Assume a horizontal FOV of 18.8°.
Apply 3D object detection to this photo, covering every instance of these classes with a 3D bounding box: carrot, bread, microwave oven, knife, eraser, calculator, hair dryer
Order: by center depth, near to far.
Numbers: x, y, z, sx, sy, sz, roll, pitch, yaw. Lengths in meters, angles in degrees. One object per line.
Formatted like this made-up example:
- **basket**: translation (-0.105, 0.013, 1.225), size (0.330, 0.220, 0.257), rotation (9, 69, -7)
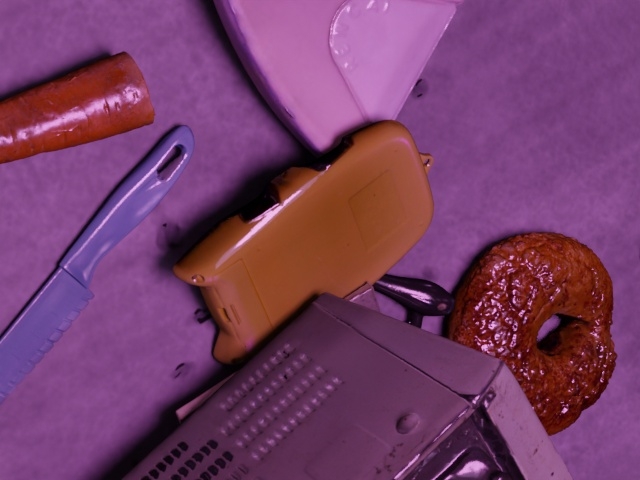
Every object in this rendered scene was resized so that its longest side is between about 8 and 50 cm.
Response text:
- **carrot**: translation (-0.229, -0.082, 1.425), size (0.210, 0.061, 0.061), rotation (-20, 111, -20)
- **knife**: translation (-0.195, 0.037, 1.493), size (0.313, 0.019, 0.044), rotation (-51, 122, -8)
- **eraser**: translation (-0.003, -0.183, 1.517), size (0.243, 0.059, 0.204), rotation (32, 88, -37)
- **microwave oven**: translation (0.062, 0.291, 1.528), size (0.333, 0.247, 0.394), rotation (-43, 127, -15)
- **calculator**: translation (0.000, 0.000, 1.550), size (0.236, 0.033, 0.157), rotation (-36, 136, -13)
- **hair dryer**: translation (0.067, 0.069, 1.641), size (0.079, 0.031, 0.083), rotation (17, 101, -20)
- **bread**: translation (0.189, 0.084, 1.689), size (0.193, 0.064, 0.193), rotation (-7, 104, -31)

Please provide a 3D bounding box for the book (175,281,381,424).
- **book**: translation (-0.019, 0.136, 1.589), size (0.199, 0.016, 0.138), rotation (-34, 132, -19)
